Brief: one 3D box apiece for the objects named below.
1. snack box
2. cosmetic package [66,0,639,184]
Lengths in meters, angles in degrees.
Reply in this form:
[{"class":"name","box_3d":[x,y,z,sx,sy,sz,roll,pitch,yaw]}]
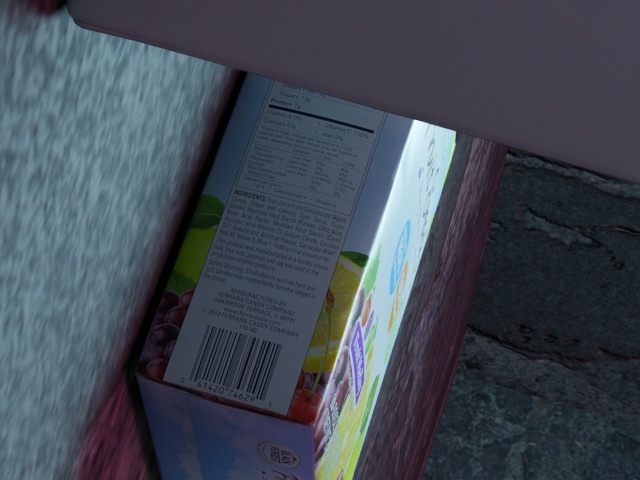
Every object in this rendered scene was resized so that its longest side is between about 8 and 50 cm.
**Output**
[{"class":"snack box","box_3d":[0.000,0.000,0.740,0.174,0.070,0.207,89,17,-65]},{"class":"cosmetic package","box_3d":[0.083,-0.108,0.514,0.225,0.224,0.138,-55,161,-69]}]
